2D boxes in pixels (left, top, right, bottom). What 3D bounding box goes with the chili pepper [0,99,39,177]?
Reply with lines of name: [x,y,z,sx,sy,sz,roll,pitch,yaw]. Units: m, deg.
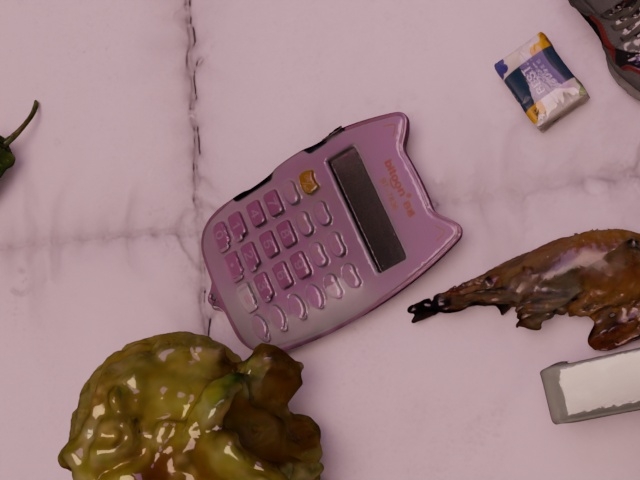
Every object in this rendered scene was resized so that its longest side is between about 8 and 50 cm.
chili pepper: [-0.417,-0.087,1.377,0.204,0.072,0.073,-43,58,14]

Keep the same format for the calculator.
calculator: [0.000,0.000,1.227,0.294,0.043,0.194,-30,74,19]

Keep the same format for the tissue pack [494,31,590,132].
tissue pack: [0.224,-0.160,1.158,0.062,0.042,0.083,-35,73,11]

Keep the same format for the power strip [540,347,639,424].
power strip: [0.395,0.104,1.032,0.385,0.091,0.062,-14,79,18]

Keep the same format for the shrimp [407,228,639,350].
shrimp: [0.212,0.066,1.121,0.262,0.066,0.117,-21,76,19]

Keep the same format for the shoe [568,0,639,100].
shoe: [0.291,-0.241,1.099,0.099,0.125,0.227,-33,71,11]

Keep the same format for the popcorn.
popcorn: [-0.127,0.218,1.148,0.257,0.224,0.270,20,76,18]
